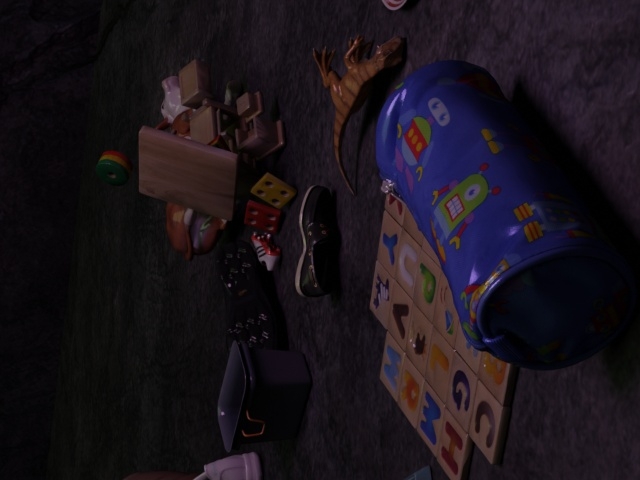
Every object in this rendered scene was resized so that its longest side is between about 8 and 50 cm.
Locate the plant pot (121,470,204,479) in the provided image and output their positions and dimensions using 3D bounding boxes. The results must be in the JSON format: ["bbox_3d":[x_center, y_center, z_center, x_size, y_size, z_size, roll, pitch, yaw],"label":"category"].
[{"bbox_3d":[-0.258,0.418,2.101,0.109,0.237,0.237,35,132,23],"label":"plant pot"}]

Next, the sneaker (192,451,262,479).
[{"bbox_3d":[-0.149,0.365,2.020,0.212,0.094,0.080,109,154,-44],"label":"sneaker"}]

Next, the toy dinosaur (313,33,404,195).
[{"bbox_3d":[0.029,-0.156,1.556,0.211,0.064,0.112,114,150,-51],"label":"toy dinosaur"}]

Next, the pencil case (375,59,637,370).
[{"bbox_3d":[0.130,-0.024,1.128,0.133,0.119,0.306,-42,35,13],"label":"pencil case"}]

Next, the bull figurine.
[{"bbox_3d":[-0.181,-0.128,2.139,0.188,0.101,0.310,126,141,-58],"label":"bull figurine"}]

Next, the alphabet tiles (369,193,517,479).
[{"bbox_3d":[0.114,0.054,1.365,0.342,0.011,0.285,-128,43,-63],"label":"alphabet tiles"}]

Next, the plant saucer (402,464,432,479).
[{"bbox_3d":[0.074,0.283,1.462,0.192,0.018,0.067,130,138,-61],"label":"plant saucer"}]

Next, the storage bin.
[{"bbox_3d":[-0.067,0.197,1.783,0.098,0.091,0.135,-110,27,-48],"label":"storage bin"}]

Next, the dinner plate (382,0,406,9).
[{"bbox_3d":[0.084,-0.306,1.469,0.141,0.017,0.141,-178,90,-72],"label":"dinner plate"}]

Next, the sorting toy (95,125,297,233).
[{"bbox_3d":[-0.158,-0.095,1.879,0.132,0.274,0.046,99,-170,-55],"label":"sorting toy"}]

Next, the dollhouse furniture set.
[{"bbox_3d":[-0.102,-0.176,1.973,0.161,0.101,0.182,-29,57,41],"label":"dollhouse furniture set"}]

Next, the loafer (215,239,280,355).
[{"bbox_3d":[-0.088,0.102,1.904,0.078,0.076,0.223,56,-164,-53],"label":"loafer"}]

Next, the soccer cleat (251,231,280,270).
[{"bbox_3d":[-0.074,0.014,1.921,0.083,0.029,0.036,-136,54,-60],"label":"soccer cleat"}]

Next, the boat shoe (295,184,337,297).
[{"bbox_3d":[0.001,0.000,1.670,0.042,0.049,0.133,-6,75,44],"label":"boat shoe"}]
